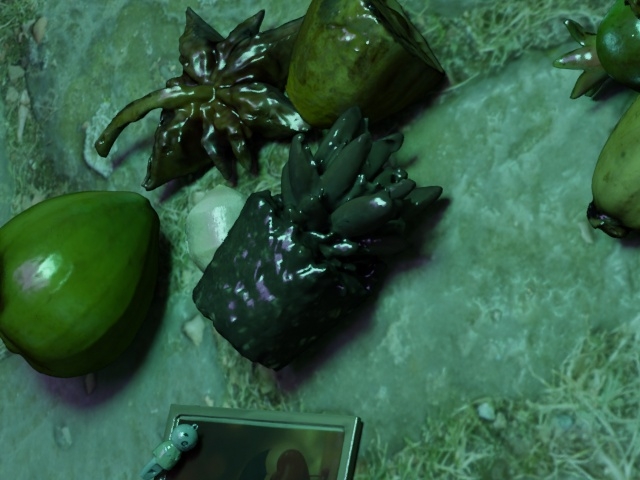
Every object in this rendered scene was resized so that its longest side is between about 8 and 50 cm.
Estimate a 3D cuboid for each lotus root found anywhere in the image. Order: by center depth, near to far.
[{"bbox_3d":[0.398,-0.097,1.530,0.257,0.154,0.140,-51,27,25],"label":"lotus root"},{"bbox_3d":[0.031,-0.240,1.809,0.180,0.188,0.199,-41,56,19],"label":"lotus root"}]

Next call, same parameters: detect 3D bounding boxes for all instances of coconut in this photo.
[{"bbox_3d":[-0.126,-0.015,1.853,0.110,0.110,0.124,-18,67,25],"label":"coconut"}]

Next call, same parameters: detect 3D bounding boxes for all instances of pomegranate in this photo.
[{"bbox_3d":[0.369,-0.225,1.616,0.191,0.152,0.131,-14,66,50],"label":"pomegranate"}]

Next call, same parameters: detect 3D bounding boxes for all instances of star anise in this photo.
[{"bbox_3d":[-0.152,-0.199,1.951,0.349,0.109,0.292,11,67,35],"label":"star anise"}]

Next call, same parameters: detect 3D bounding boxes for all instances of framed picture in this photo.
[{"bbox_3d":[-0.092,0.312,1.734,0.289,0.020,0.211,0,68,33],"label":"framed picture"}]

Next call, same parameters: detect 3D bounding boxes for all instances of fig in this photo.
[{"bbox_3d":[-0.322,0.045,1.875,0.271,0.239,0.239,-43,52,-7],"label":"fig"}]

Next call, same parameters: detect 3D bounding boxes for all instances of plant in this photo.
[{"bbox_3d":[0.000,0.000,1.730,0.321,0.194,0.181,-47,64,11],"label":"plant"}]

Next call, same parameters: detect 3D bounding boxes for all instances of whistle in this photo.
[{"bbox_3d":[-0.191,0.269,1.784,0.100,0.035,0.035,-45,52,10],"label":"whistle"}]

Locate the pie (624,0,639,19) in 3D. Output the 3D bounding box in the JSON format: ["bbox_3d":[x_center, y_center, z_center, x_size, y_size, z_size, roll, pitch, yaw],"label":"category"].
[{"bbox_3d":[0.567,-0.235,1.384,0.418,0.180,0.395,-35,86,-5],"label":"pie"}]
